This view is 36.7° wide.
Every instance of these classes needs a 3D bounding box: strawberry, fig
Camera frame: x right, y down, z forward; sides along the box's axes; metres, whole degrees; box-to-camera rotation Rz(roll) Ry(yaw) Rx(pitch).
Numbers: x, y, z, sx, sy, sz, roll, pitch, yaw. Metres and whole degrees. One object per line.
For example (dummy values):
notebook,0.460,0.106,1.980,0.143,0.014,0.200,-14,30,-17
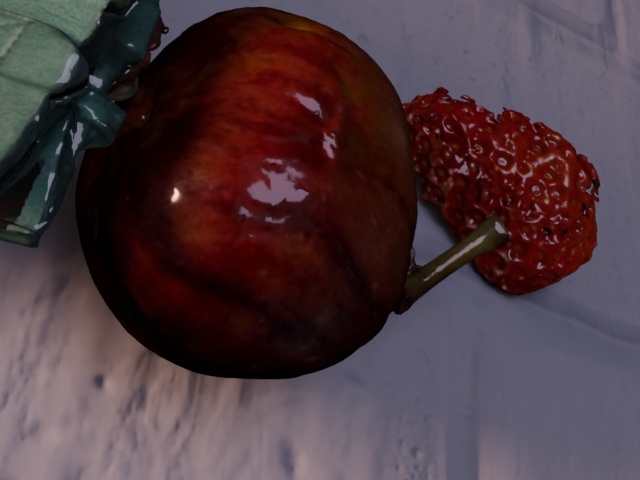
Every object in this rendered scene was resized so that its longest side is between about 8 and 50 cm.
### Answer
strawberry,0.138,-0.044,0.729,0.188,0.082,0.121,41,52,-12
fig,-0.017,0.002,0.550,0.249,0.186,0.204,49,30,-38

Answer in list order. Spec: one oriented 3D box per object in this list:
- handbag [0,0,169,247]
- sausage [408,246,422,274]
handbag,-0.208,-0.138,0.474,0.274,0.100,0.269,16,58,2
sausage,-0.002,-0.043,0.668,0.198,0.025,0.028,44,46,-5
